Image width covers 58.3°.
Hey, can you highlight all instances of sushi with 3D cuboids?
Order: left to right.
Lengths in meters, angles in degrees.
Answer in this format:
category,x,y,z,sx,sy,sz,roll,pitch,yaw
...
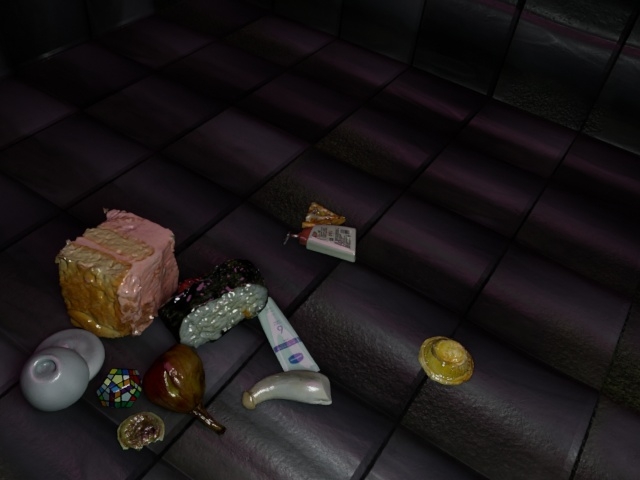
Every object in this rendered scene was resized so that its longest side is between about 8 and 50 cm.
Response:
category,x,y,z,sx,sy,sz,roll,pitch,yaw
sushi,-0.343,0.199,1.873,0.350,0.210,0.171,-32,50,-19

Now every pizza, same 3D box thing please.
category,x,y,z,sx,sy,sz,roll,pitch,yaw
pizza,0.007,-0.106,2.351,0.185,0.036,0.176,-2,46,-10

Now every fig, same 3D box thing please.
category,x,y,z,sx,sy,sz,roll,pitch,yaw
fig,-0.384,0.432,1.674,0.290,0.190,0.191,30,50,23

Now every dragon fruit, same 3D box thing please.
category,x,y,z,sx,sy,sz,roll,pitch,yaw
dragon fruit,-0.449,0.174,1.997,0.112,0.068,0.126,21,47,17

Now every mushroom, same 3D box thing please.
category,x,y,z,sx,sy,sz,roll,pitch,yaw
mushroom,-0.104,0.454,1.751,0.270,0.103,0.118,-6,40,1

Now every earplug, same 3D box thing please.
category,x,y,z,sx,sy,sz,roll,pitch,yaw
earplug,-0.766,0.365,1.696,0.214,0.174,0.325,-2,16,-8

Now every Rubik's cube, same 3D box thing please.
category,x,y,z,sx,sy,sz,roll,pitch,yaw
Rubik's cube,-0.589,0.435,1.690,0.112,0.133,0.133,36,45,-13

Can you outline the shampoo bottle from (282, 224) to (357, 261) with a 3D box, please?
category,x,y,z,sx,sy,sz,roll,pitch,yaw
shampoo bottle,0.000,0.000,2.225,0.284,0.071,0.153,6,48,2

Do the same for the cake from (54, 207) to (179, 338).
category,x,y,z,sx,sy,sz,roll,pitch,yaw
cake,-0.642,0.116,1.870,0.293,0.314,0.306,19,37,8

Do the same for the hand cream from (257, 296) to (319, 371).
category,x,y,z,sx,sy,sz,roll,pitch,yaw
hand cream,-0.127,0.323,1.913,0.109,0.067,0.320,-19,58,-25

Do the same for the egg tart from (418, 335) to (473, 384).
category,x,y,z,sx,sy,sz,roll,pitch,yaw
egg tart,0.420,0.387,1.896,0.191,0.074,0.191,5,45,-6

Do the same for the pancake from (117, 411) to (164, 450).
category,x,y,z,sx,sy,sz,roll,pitch,yaw
pancake,-0.519,0.546,1.653,0.130,0.022,0.116,-16,50,-28
